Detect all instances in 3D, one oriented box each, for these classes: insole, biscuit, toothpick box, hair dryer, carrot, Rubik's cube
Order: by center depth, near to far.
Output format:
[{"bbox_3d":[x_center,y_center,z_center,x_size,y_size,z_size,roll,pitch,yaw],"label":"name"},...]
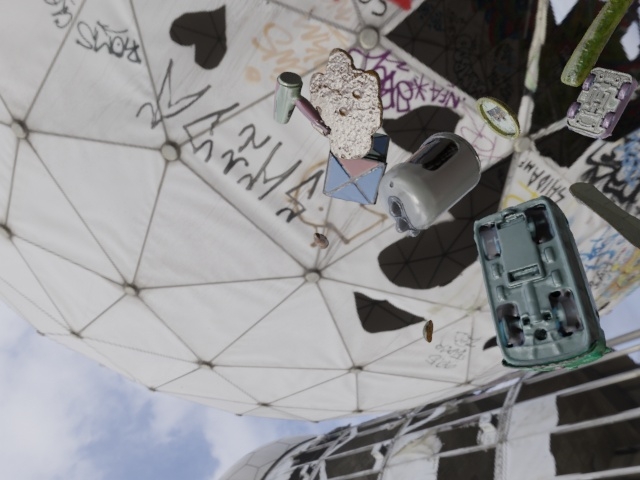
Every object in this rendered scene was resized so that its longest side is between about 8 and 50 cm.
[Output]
[{"bbox_3d":[-0.037,-0.266,0.918,0.054,0.106,0.154,-31,-117,-35],"label":"hair dryer"},{"bbox_3d":[0.806,-0.048,1.162,0.118,0.009,0.348,-21,-128,-20],"label":"insole"},{"bbox_3d":[0.067,-0.357,1.178,0.041,0.208,0.291,-51,-42,-54],"label":"biscuit"},{"bbox_3d":[0.001,-0.001,1.205,0.036,0.035,0.165,59,180,11],"label":"carrot"},{"bbox_3d":[0.830,-0.628,1.290,0.074,0.359,0.074,18,-152,-10],"label":"carrot"},{"bbox_3d":[0.313,-0.155,1.327,0.316,0.229,0.229,-39,-92,-26],"label":"toothpick box"},{"bbox_3d":[0.158,-0.332,1.941,0.246,0.248,0.250,13,-141,2],"label":"Rubik's cube"}]

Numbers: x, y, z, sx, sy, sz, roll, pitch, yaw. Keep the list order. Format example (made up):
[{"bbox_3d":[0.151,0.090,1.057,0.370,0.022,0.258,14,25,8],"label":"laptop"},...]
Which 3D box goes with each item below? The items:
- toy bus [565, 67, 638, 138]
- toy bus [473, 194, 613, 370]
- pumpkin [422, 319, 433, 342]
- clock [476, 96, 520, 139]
[{"bbox_3d":[0.918,-0.444,1.452,0.142,0.203,0.142,33,-157,31],"label":"toy bus"},{"bbox_3d":[0.455,0.102,0.919,0.199,0.183,0.344,28,-129,-41],"label":"toy bus"},{"bbox_3d":[0.371,0.315,1.539,0.050,0.028,0.083,52,-130,-33],"label":"pumpkin"},{"bbox_3d":[0.765,-0.529,1.881,0.237,0.057,0.237,47,-179,-1],"label":"clock"}]
